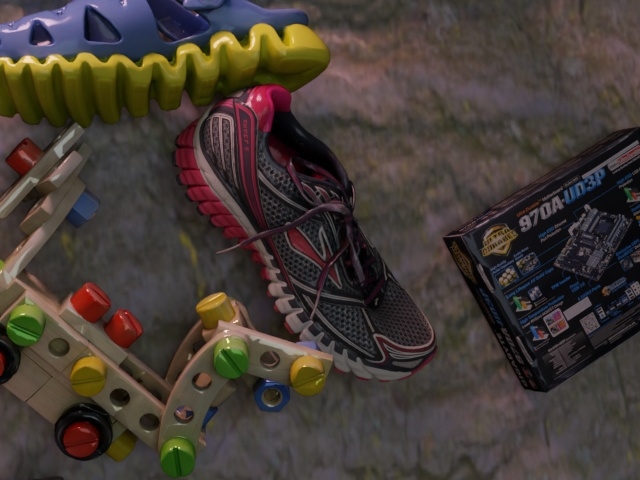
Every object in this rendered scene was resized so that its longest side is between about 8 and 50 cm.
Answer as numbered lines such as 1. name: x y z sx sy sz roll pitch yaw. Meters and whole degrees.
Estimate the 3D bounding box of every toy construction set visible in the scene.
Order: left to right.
1. toy construction set: -0.170 0.064 1.160 0.215 0.151 0.327 -43 93 12

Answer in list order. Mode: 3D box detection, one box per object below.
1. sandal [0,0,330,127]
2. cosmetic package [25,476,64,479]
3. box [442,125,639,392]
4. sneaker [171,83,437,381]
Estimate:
1. sandal: -0.157 -0.182 1.194 0.317 0.126 0.138 -9 77 -20
2. cosmetic package: -0.279 0.391 1.121 0.197 0.155 0.365 -8 92 -14
3. box: 0.253 0.017 1.336 0.220 0.051 0.175 -31 98 -14
4. sneaker: 0.000 0.000 1.207 0.299 0.112 0.121 49 36 -11
